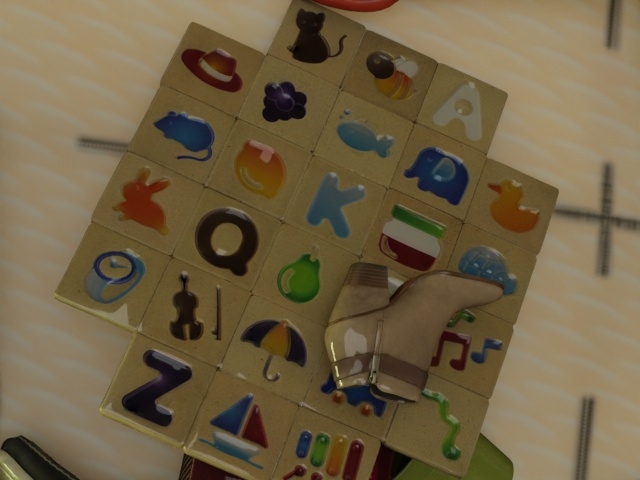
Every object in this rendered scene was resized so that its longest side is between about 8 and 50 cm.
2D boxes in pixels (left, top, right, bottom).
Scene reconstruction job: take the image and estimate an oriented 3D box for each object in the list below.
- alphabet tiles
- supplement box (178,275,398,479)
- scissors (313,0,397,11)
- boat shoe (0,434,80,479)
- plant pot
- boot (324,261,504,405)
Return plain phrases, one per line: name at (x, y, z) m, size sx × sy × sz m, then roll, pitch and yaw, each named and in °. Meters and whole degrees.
alphabet tiles at (0.000, 0.000, 0.963) m, size 0.285 × 0.011 × 0.342 m, roll 24°, pitch 63°, yaw -3°
supplement box at (-0.024, 0.156, 0.933) m, size 0.130 × 0.073 × 0.239 m, roll 15°, pitch 63°, yaw -9°
scissors at (0.110, -0.182, 1.016) m, size 0.297 × 0.021 × 0.109 m, roll 21°, pitch 78°, yaw 8°
boat shoe at (-0.122, 0.204, 0.970) m, size 0.233 × 0.084 × 0.079 m, roll 37°, pitch 60°, yaw 2°
plant pot at (0.087, 0.152, 0.990) m, size 0.079 × 0.083 × 0.083 m, roll 33°, pitch 83°, yaw -15°
boot at (0.060, 0.062, 0.925) m, size 0.119 × 0.042 × 0.087 m, roll 6°, pitch 71°, yaw -10°
